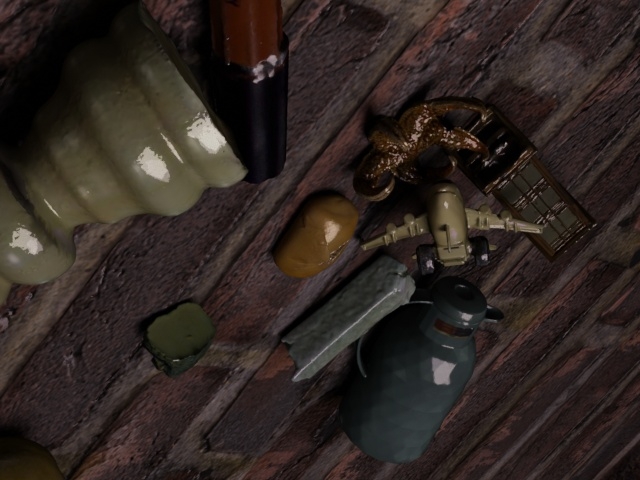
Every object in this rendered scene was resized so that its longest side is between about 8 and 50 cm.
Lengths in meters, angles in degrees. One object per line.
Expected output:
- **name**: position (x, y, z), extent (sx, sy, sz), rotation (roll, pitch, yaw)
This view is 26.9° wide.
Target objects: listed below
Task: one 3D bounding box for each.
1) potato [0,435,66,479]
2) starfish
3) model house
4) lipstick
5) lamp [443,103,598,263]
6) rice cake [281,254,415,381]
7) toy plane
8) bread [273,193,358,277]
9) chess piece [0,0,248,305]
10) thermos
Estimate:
- **potato**: position (-0.377, 0.307, 1.485), extent (0.200, 0.137, 0.154), rotation (-17, 143, -32)
- **starfish**: position (0.124, -0.113, 1.535), extent (0.190, 0.074, 0.146), rotation (-14, 144, -37)
- **model house**: position (-0.169, 0.121, 1.558), extent (0.078, 0.066, 0.083), rotation (-36, 170, -29)
- **lipstick**: position (-0.067, -0.206, 1.189), extent (0.077, 0.077, 0.418), rotation (-28, 147, -20)
- **lamp**: position (0.267, -0.067, 1.748), extent (0.089, 0.090, 0.325), rotation (-43, 150, 8)
- **rice cake**: position (0.035, 0.101, 1.741), extent (0.206, 0.063, 0.069), rotation (-40, 157, 4)
- **toy plane**: position (0.156, -0.012, 1.612), extent (0.229, 0.092, 0.244), rotation (-6, 169, 7)
- **bread**: position (0.000, 0.000, 1.569), extent (0.082, 0.056, 0.115), rotation (4, 130, -50)
- **chess piece**: position (-0.241, -0.043, 1.148), extent (0.330, 0.182, 0.182), rotation (-33, 151, 2)
- **thermos**: position (0.126, 0.169, 1.879), extent (0.182, 0.145, 0.286), rotation (14, 126, -15)
